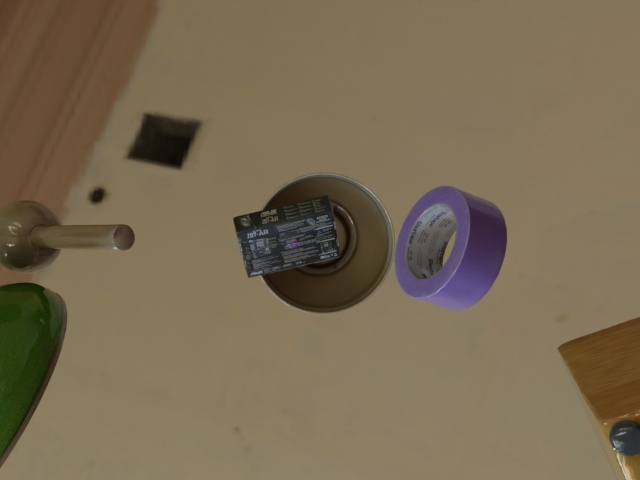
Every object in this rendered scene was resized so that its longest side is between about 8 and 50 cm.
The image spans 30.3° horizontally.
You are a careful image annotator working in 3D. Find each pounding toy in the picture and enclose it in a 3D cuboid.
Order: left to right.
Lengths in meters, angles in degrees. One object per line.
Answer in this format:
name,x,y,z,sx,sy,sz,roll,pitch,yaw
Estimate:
pounding toy,-0.246,0.063,0.757,0.110,0.183,0.236,35,-105,-25

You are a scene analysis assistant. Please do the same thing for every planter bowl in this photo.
planter bowl,0.000,0.000,1.386,0.109,0.162,0.162,-134,55,-84

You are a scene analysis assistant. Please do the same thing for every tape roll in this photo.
tape roll,0.206,0.012,1.893,0.080,0.189,0.189,19,-98,-30

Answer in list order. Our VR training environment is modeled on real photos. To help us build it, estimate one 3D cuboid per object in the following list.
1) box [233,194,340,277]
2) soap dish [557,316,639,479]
box,-0.028,-0.002,1.000,0.067,0.083,0.018,79,177,-53
soap dish,0.321,0.170,0.801,0.290,0.229,0.118,64,-159,-13
